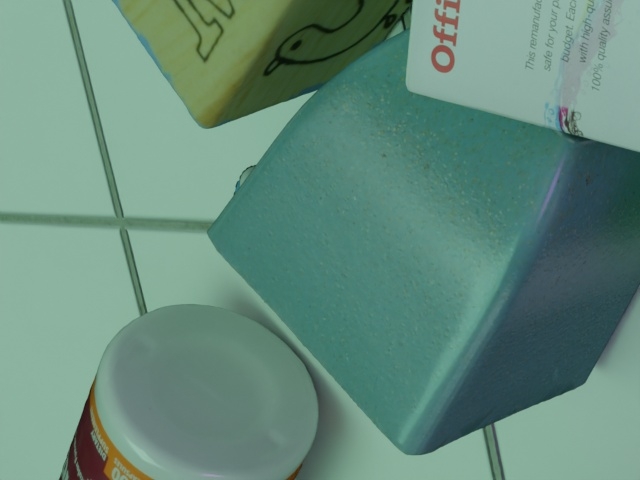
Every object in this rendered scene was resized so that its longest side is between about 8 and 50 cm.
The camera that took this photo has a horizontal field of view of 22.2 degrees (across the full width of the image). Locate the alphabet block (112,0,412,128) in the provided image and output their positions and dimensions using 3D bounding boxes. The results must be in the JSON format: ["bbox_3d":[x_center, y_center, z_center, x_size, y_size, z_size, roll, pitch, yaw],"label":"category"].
[{"bbox_3d":[-0.042,-0.240,1.334,0.193,0.192,0.197,54,141,13],"label":"alphabet block"}]

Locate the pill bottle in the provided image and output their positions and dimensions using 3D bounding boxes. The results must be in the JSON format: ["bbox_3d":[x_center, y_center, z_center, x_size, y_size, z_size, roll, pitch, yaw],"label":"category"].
[{"bbox_3d":[-0.162,0.270,1.690,0.224,0.224,0.392,47,137,23],"label":"pill bottle"}]

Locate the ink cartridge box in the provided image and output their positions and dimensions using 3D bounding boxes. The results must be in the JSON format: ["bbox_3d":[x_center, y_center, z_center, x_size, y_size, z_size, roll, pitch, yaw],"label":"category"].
[{"bbox_3d":[0.218,-0.179,1.005,0.270,0.197,0.198,18,122,23],"label":"ink cartridge box"}]

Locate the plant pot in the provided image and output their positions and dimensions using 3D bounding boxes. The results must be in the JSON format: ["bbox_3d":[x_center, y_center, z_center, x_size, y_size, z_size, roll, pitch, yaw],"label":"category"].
[{"bbox_3d":[0.115,-0.036,1.221,0.248,0.247,0.252,46,126,24],"label":"plant pot"}]

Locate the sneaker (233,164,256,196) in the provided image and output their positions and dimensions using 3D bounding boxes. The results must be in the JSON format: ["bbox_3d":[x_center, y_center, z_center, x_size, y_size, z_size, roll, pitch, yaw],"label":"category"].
[{"bbox_3d":[0.000,0.000,1.387,0.190,0.071,0.083,53,135,19],"label":"sneaker"}]
